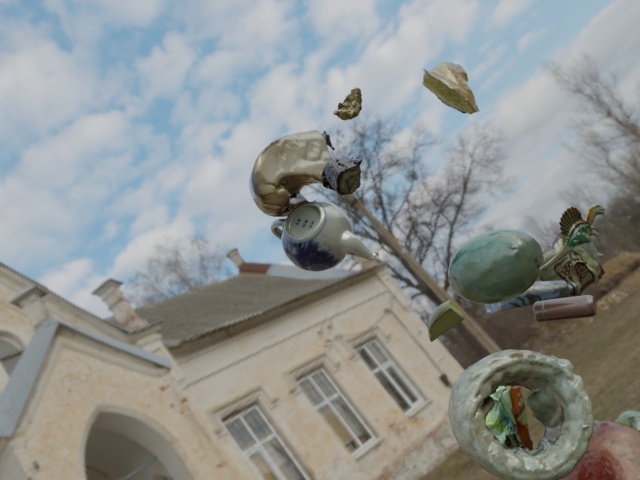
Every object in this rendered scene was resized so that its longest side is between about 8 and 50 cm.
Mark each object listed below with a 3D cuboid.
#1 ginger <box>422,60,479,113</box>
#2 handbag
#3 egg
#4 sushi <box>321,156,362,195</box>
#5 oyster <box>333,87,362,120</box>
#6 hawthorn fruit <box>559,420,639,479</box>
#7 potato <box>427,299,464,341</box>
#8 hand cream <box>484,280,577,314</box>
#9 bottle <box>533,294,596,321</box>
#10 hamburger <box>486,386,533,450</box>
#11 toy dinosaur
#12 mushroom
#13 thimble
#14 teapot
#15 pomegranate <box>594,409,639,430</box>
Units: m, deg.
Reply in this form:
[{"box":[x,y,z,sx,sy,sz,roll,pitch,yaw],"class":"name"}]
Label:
[{"box":[0.392,-0.436,1.822,0.122,0.193,0.115,-43,-16,-17],"class":"ginger"},{"box":[0.826,0.092,2.152,0.213,0.235,0.127,-44,7,-9],"class":"handbag"},{"box":[0.410,0.063,1.518,0.236,0.169,0.169,-26,-9,34],"class":"egg"},{"box":[0.058,-0.179,1.749,0.094,0.084,0.098,-11,-65,-36],"class":"sushi"},{"box":[0.071,-0.315,1.480,0.081,0.038,0.083,10,-78,-49],"class":"oyster"},{"box":[0.720,0.626,1.586,0.403,0.403,0.403,-35,-19,-14],"class":"hawthorn fruit"},{"box":[0.404,0.264,2.224,0.149,0.081,0.120,-38,-44,12],"class":"potato"},{"box":[0.580,0.151,1.783,0.271,0.091,0.058,-4,-24,-9],"class":"hand cream"},{"box":[0.589,0.165,1.552,0.140,0.053,0.053,-11,-4,28],"class":"bottle"},{"box":[0.487,0.509,1.801,0.150,0.276,0.260,-10,16,0],"class":"hamburger"},{"box":[0.486,-0.012,1.235,0.187,0.106,0.044,-11,4,-18],"class":"toy dinosaur"},{"box":[-0.151,-0.203,2.204,0.314,0.224,0.397,-32,-6,38],"class":"mushroom"},{"box":[0.428,0.368,1.368,0.291,0.291,0.195,-37,-18,-7],"class":"thimble"},{"box":[0.000,0.000,2.260,0.280,0.424,0.252,48,-120,-49],"class":"teapot"},{"box":[0.935,0.602,1.954,0.187,0.225,0.187,11,-90,-74],"class":"pomegranate"}]
